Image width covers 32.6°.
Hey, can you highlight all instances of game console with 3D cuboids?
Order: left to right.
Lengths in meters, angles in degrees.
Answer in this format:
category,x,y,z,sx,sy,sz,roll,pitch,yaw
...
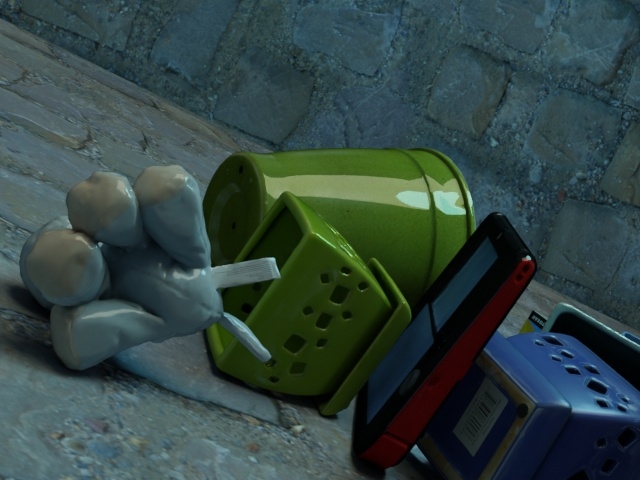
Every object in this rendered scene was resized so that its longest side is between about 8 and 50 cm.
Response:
category,x,y,z,sx,sy,sz,roll,pitch,yaw
game console,0.162,0.122,1.508,0.060,0.342,0.386,32,10,-3

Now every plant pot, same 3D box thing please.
category,x,y,z,sx,sy,sz,roll,pitch,yaw
plant pot,-0.014,0.096,1.525,0.207,0.228,0.227,33,8,-19
plant pot,0.000,0.000,1.794,0.353,0.366,0.366,8,20,-30
plant pot,0.276,0.257,1.462,0.212,0.236,0.236,18,19,-33
plant pot,0.415,0.278,1.755,0.248,0.247,0.252,30,-8,10

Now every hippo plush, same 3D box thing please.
category,x,y,z,sx,sy,sz,roll,pitch,yaw
hippo plush,-0.230,0.010,1.304,0.294,0.234,0.237,-1,14,-32

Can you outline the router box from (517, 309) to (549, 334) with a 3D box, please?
category,x,y,z,sx,sy,sz,roll,pitch,yaw
router box,0.491,0.250,2.340,0.046,0.133,0.179,20,13,-43

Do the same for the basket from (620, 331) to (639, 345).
category,x,y,z,sx,sy,sz,roll,pitch,yaw
basket,0.737,0.338,2.292,0.255,0.201,0.288,22,43,-36
